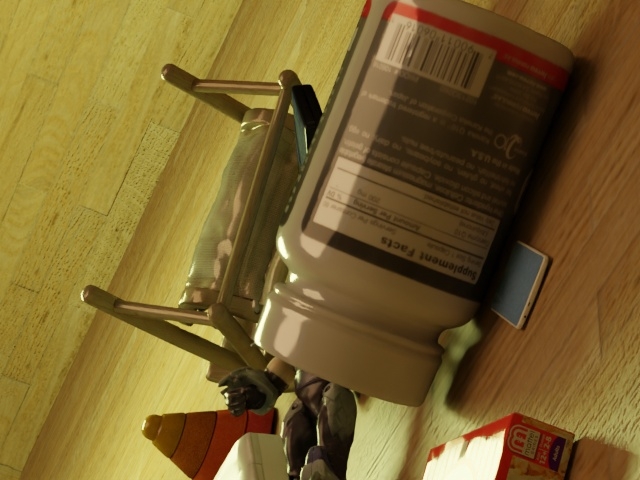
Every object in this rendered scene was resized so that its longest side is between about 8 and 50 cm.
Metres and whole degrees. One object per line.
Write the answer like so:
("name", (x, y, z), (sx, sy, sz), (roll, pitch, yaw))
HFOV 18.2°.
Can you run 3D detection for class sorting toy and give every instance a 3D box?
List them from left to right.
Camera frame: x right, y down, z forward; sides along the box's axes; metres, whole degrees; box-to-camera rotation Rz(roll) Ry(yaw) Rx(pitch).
("sorting toy", (-0.170, 0.283, 2.120), (0.127, 0.126, 0.365), (-80, 16, -44))

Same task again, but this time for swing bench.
("swing bench", (-0.065, -0.005, 1.950), (0.165, 0.254, 0.253), (7, 72, 33))

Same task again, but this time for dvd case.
("dvd case", (0.000, 0.000, 1.781), (0.180, 0.022, 0.253), (-108, 13, -75))

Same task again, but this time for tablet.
("tablet", (0.139, 0.030, 1.394), (0.083, 0.006, 0.054), (-135, 66, -79))

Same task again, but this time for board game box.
("board game box", (0.085, 0.212, 1.212), (0.147, 0.045, 0.193), (138, 151, -67))

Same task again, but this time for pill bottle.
("pill bottle", (0.064, -0.033, 1.468), (0.161, 0.161, 0.283), (-143, 74, -79))

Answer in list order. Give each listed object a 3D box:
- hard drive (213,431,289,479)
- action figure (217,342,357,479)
("hard drive", (-0.054, 0.324, 1.462), (0.203, 0.040, 0.307), (119, 150, -42))
("action figure", (-0.001, 0.134, 1.608), (0.185, 0.099, 0.285), (-33, 42, 41))
